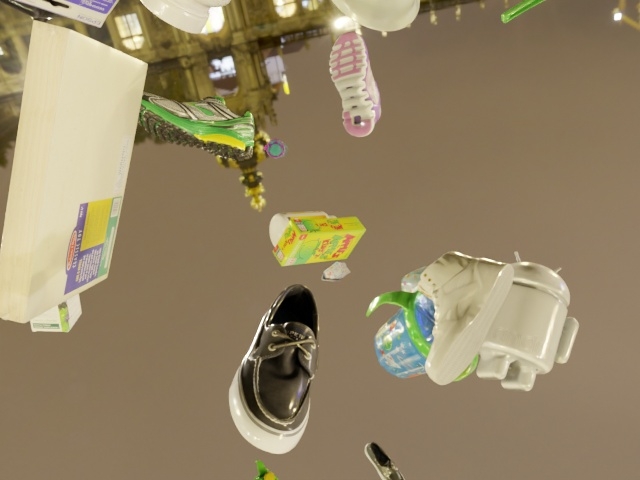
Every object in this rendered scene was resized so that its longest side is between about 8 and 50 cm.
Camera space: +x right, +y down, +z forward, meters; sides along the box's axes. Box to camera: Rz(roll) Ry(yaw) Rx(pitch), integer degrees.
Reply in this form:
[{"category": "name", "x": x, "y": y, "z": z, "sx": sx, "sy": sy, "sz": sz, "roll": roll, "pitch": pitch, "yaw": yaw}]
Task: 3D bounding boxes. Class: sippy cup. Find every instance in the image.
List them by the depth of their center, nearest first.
[{"category": "sippy cup", "x": 0.279, "y": 0.280, "z": 1.478, "sx": 0.240, "sy": 0.305, "sz": 0.224, "roll": -12, "pitch": 158, "yaw": -42}]

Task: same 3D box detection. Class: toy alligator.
[{"category": "toy alligator", "x": -0.123, "y": 0.675, "z": 1.402, "sx": 0.051, "sy": 0.189, "sz": 0.056, "roll": -44, "pitch": -171, "yaw": -24}]

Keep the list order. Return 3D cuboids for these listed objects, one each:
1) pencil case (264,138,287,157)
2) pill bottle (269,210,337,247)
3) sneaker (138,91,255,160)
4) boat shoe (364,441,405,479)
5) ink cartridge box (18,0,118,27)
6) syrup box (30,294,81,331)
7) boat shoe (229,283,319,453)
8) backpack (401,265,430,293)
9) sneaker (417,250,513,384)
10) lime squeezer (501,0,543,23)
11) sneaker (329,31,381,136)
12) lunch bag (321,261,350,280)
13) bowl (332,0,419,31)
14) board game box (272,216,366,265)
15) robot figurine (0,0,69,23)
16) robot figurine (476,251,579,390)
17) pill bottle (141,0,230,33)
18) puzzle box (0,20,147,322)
[{"category": "pencil case", "x": -0.150, "y": -0.313, "z": 1.779, "sx": 0.070, "sy": 0.064, "sz": 0.151, "roll": 11, "pitch": -172, "yaw": -2}, {"category": "pill bottle", "x": -0.045, "y": -0.033, "z": 1.650, "sx": 0.215, "sy": 0.117, "sz": 0.117, "roll": -5, "pitch": -158, "yaw": -34}, {"category": "sneaker", "x": -0.343, "y": -0.332, "z": 1.419, "sx": 0.344, "sy": 0.146, "sz": 0.134, "roll": 15, "pitch": 166, "yaw": -28}, {"category": "boat shoe", "x": 0.171, "y": 0.593, "z": 1.366, "sx": 0.049, "sy": 0.040, "sz": 0.142, "roll": -30, "pitch": -115, "yaw": -33}, {"category": "ink cartridge box", "x": -0.488, "y": -0.519, "z": 1.004, "sx": 0.206, "sy": 0.045, "sz": 0.208, "roll": 4, "pitch": 158, "yaw": -45}, {"category": "syrup box", "x": -0.675, "y": 0.105, "z": 1.301, "sx": 0.093, "sy": 0.236, "sz": 0.096, "roll": 2, "pitch": -156, "yaw": -4}, {"category": "boat shoe", "x": -0.033, "y": 0.113, "z": 0.538, "sx": 0.080, "sy": 0.076, "sz": 0.228, "roll": 24, "pitch": -160, "yaw": -3}, {"category": "backpack", "x": 0.359, "y": 0.144, "z": 1.703, "sx": 0.182, "sy": 0.151, "sz": 0.115, "roll": -7, "pitch": 176, "yaw": 39}, {"category": "sneaker", "x": 0.266, "y": 0.153, "z": 1.102, "sx": 0.169, "sy": 0.108, "sz": 0.292, "roll": 20, "pitch": -116, "yaw": 43}, {"category": "lime squeezer", "x": 0.436, "y": -0.384, "z": 0.776, "sx": 0.311, "sy": 0.109, "sz": 0.059, "roll": 2, "pitch": 173, "yaw": 20}, {"category": "sneaker", "x": 0.094, "y": -0.372, "z": 1.237, "sx": 0.095, "sy": 0.236, "sz": 0.105, "roll": 3, "pitch": -156, "yaw": 35}, {"category": "lunch bag", "x": 0.052, "y": 0.116, "z": 1.810, "sx": 0.083, "sy": 0.053, "sz": 0.071, "roll": -35, "pitch": 161, "yaw": 18}, {"category": "bowl", "x": 0.159, "y": -0.732, "z": 1.425, "sx": 0.298, "sy": 0.298, "sz": 0.134, "roll": 17, "pitch": -108, "yaw": 41}, {"category": "board game box", "x": 0.000, "y": 0.000, "z": 1.081, "sx": 0.182, "sy": 0.092, "sz": 0.043, "roll": -4, "pitch": -133, "yaw": -41}, {"category": "robot figurine", "x": -0.607, "y": -0.611, "z": 1.163, "sx": 0.209, "sy": 0.173, "sz": 0.278, "roll": -12, "pitch": -136, "yaw": 24}, {"category": "robot figurine", "x": 0.520, "y": 0.206, "z": 1.346, "sx": 0.300, "sy": 0.200, "sz": 0.353, "roll": 24, "pitch": -107, "yaw": -5}, {"category": "pill bottle", "x": -0.223, "y": -0.593, "z": 1.020, "sx": 0.188, "sy": 0.334, "sz": 0.187, "roll": 30, "pitch": -152, "yaw": -17}, {"category": "puzzle box", "x": -0.382, "y": -0.102, "z": 0.816, "sx": 0.052, "sy": 0.408, "sz": 0.272, "roll": 14, "pitch": -170, "yaw": -1}]
